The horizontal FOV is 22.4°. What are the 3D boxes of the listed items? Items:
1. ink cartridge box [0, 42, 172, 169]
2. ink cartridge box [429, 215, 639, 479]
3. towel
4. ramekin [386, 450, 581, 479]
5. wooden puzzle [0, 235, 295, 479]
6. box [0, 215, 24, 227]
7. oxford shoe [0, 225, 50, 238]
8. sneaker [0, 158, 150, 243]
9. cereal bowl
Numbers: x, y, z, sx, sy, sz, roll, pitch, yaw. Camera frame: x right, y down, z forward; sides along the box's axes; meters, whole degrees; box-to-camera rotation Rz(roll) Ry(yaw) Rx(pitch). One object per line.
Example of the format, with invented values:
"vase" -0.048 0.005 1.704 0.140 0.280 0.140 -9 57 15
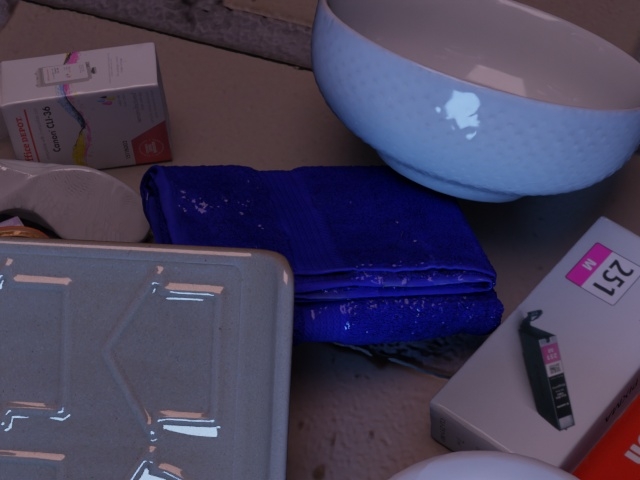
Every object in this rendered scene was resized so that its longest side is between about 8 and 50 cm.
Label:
"ink cartridge box" -0.256 -0.128 1.640 0.198 0.115 0.067 -8 51 -1
"ink cartridge box" 0.271 0.131 1.434 0.239 0.060 0.275 31 59 27
"towel" 0.000 0.000 1.485 0.308 0.076 0.228 -1 42 -19
"ramekin" 0.128 0.298 1.255 0.277 0.135 0.277 -2 51 2
"wooden puzzle" -0.192 0.159 1.341 0.348 0.080 0.322 3 93 10
"box" -0.417 0.077 1.516 0.324 0.067 0.063 -24 53 -14
"oxford shoe" -0.379 0.112 1.419 0.363 0.130 0.133 -33 21 -12
"sneaker" -0.268 -0.047 1.609 0.212 0.080 0.094 14 7 -2
"cereal bowl" 0.146 -0.135 1.568 0.339 0.141 0.339 14 25 -7
